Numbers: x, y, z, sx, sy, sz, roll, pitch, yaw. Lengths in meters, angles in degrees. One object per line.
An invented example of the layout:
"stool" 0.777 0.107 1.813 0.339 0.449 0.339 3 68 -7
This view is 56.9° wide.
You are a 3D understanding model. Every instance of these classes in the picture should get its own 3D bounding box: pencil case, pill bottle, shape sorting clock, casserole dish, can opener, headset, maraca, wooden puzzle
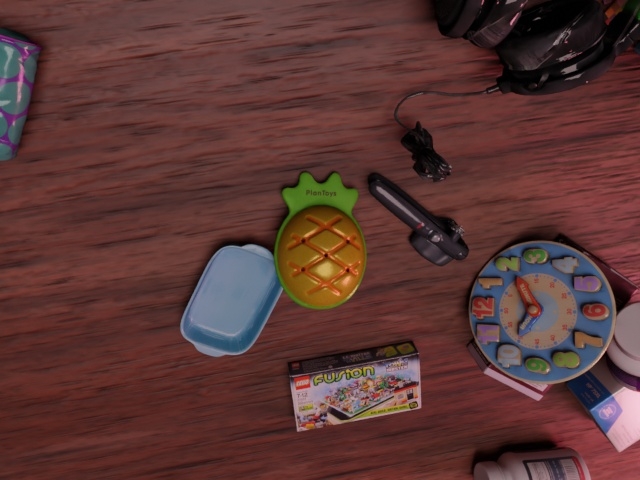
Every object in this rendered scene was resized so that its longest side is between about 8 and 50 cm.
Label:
"pencil case" -0.370 -0.165 0.673 0.070 0.064 0.152 12 112 -33
"pill bottle" 0.373 0.431 1.053 0.180 0.108 0.108 -1 115 -9
"shape sorting clock" 0.313 0.101 0.852 0.040 0.206 0.206 15 115 -50
"pill bottle" 0.484 0.159 0.884 0.108 0.108 0.193 -37 145 8
"casserole dish" -0.125 0.081 0.845 0.114 0.037 0.188 22 108 -18
"can opener" 0.137 -0.028 0.828 0.186 0.059 0.073 38 104 -23
"headset" 0.233 -0.245 0.674 0.243 0.185 0.394 32 117 -21
"maraca" 0.000 0.000 0.800 0.127 0.099 0.186 0 88 -12
"wooden puzzle" 0.398 -0.294 0.780 0.049 0.006 0.083 -44 114 11

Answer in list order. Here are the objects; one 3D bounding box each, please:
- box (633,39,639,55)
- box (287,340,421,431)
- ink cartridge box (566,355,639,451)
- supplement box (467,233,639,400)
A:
"box" 0.552 -0.227 0.808 0.244 0.060 0.100 32 105 -21
"box" 0.056 0.234 0.946 0.207 0.036 0.114 -9 115 -5
"ink cartridge box" 0.563 0.240 1.015 0.231 0.078 0.134 -38 115 8
"supplement box" 0.360 0.124 0.929 0.130 0.073 0.239 29 107 -21
